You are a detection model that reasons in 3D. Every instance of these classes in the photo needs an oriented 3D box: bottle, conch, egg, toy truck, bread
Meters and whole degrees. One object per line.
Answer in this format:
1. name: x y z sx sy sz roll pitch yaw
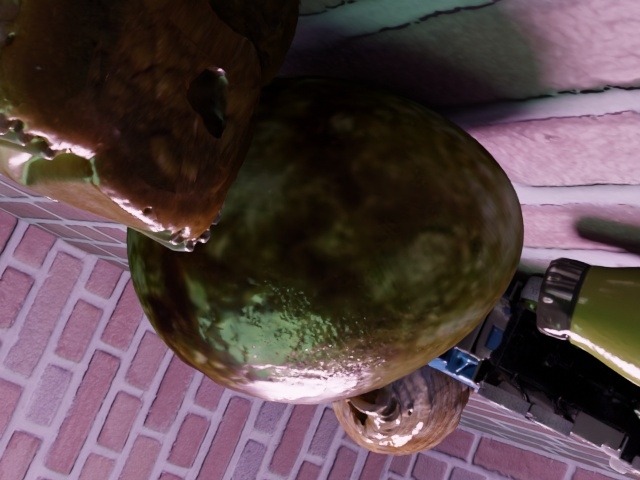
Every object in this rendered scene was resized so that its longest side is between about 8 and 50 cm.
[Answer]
1. bottle: 0.307 0.080 0.704 0.260 0.112 0.112 17 167 25
2. conch: 0.083 0.139 1.148 0.297 0.210 0.352 47 167 7
3. egg: 0.000 0.000 0.628 0.289 0.238 0.238 4 160 29
4. toy truck: 0.271 0.146 0.993 0.367 0.146 0.175 30 174 -17
5. bread: -0.099 -0.108 0.448 0.110 0.192 0.210 14 165 26
